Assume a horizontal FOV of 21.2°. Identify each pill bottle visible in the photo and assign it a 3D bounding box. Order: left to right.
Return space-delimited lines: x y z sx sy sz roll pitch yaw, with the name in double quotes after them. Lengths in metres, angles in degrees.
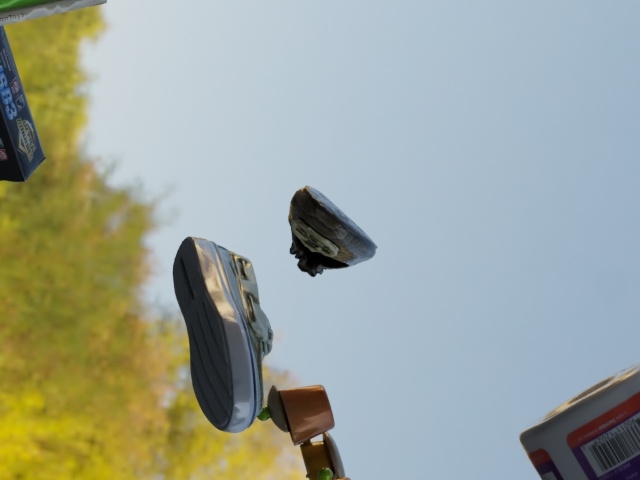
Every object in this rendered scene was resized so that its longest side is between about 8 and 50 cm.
0.230 0.191 1.182 0.193 0.108 0.108 60 -26 6 "pill bottle"

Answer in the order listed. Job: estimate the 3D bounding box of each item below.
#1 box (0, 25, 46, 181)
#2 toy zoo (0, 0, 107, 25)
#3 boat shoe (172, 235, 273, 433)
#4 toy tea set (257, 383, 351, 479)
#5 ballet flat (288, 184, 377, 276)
-0.520 -0.209 2.130 0.073 0.293 0.295 -64 147 -51 "box"
-0.306 -0.315 1.518 0.293 0.192 0.030 84 -10 -46 "toy zoo"
-0.102 0.104 2.022 0.302 0.094 0.109 -107 -146 -45 "boat shoe"
-0.016 0.350 2.205 0.200 0.124 0.336 100 -26 -79 "toy tea set"
0.000 0.000 1.483 0.058 0.084 0.250 -46 180 -2 "ballet flat"
